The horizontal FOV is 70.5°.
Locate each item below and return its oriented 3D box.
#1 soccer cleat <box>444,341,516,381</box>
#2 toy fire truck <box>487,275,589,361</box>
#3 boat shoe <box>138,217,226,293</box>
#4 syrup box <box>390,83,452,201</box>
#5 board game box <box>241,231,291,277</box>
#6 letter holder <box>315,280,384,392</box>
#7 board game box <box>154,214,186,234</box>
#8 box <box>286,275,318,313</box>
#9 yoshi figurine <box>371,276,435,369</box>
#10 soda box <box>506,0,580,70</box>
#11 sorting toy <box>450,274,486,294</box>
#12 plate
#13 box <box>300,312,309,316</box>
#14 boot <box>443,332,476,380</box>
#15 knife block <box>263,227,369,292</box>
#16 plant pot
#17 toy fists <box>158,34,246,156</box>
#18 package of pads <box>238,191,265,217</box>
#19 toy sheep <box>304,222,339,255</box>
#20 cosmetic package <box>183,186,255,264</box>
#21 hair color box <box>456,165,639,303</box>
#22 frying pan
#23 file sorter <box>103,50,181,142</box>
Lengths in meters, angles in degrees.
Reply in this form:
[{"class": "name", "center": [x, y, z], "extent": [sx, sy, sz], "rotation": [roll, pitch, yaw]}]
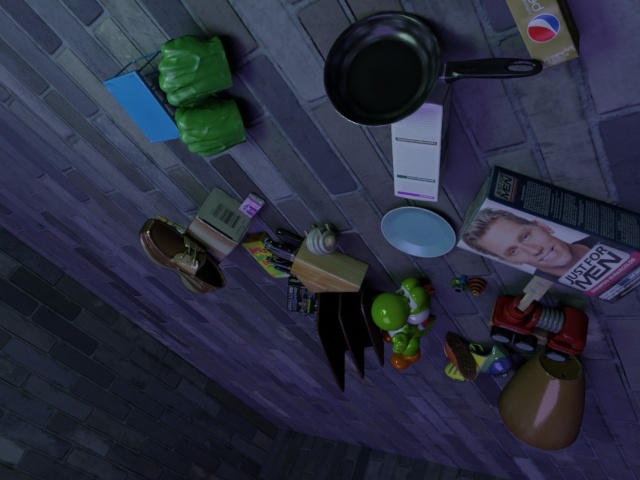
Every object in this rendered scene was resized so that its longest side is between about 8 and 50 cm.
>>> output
[{"class": "soccer cleat", "center": [0.511, 0.393, 1.500], "extent": [0.121, 0.093, 0.289], "rotation": [60, 148, 4]}, {"class": "toy fire truck", "center": [0.557, 0.170, 1.112], "extent": [0.217, 0.158, 0.246], "rotation": [18, 156, 12]}, {"class": "boat shoe", "center": [-0.393, 0.048, 1.351], "extent": [0.120, 0.123, 0.324], "rotation": [-2, 145, 28]}, {"class": "syrup box", "center": [0.194, -0.192, 0.878], "extent": [0.096, 0.093, 0.237], "rotation": [12, 144, 19]}, {"class": "board game box", "center": [-0.167, 0.051, 1.490], "extent": [0.092, 0.043, 0.181], "rotation": [-7, 135, 39]}, {"class": "letter holder", "center": [0.100, 0.312, 1.436], "extent": [0.152, 0.214, 0.302], "rotation": [-11, 124, 14]}, {"class": "board game box", "center": [-0.531, -0.003, 1.653], "extent": [0.170, 0.048, 0.141], "rotation": [28, 148, -4]}, {"class": "box", "center": [-0.023, 0.194, 1.555], "extent": [0.184, 0.045, 0.191], "rotation": [5, 145, -1]}, {"class": "yoshi figurine", "center": [0.227, 0.249, 1.376], "extent": [0.203, 0.203, 0.362], "rotation": [20, 144, 20]}, {"class": "soda box", "center": [0.305, -0.336, 0.638], "extent": [0.058, 0.061, 0.181], "rotation": [-12, 131, 42]}, {"class": "sorting toy", "center": [0.395, 0.128, 1.229], "extent": [0.102, 0.042, 0.061], "rotation": [-13, 131, 44]}, {"class": "plate", "center": [0.245, -0.025, 1.136], "extent": [0.188, 0.024, 0.188], "rotation": [17, 146, 12]}, {"class": "box", "center": [-0.074, 0.254, 1.729], "extent": [0.083, 0.018, 0.067], "rotation": [35, 146, -13]}, {"class": "boot", "center": [0.451, 0.386, 1.473], "extent": [0.059, 0.158, 0.085], "rotation": [-17, 150, -9]}, {"class": "knife block", "center": [-0.027, 0.053, 1.360], "extent": [0.275, 0.088, 0.242], "rotation": [-6, 136, 39]}, {"class": "plant pot", "center": [0.672, 0.444, 1.340], "extent": [0.237, 0.237, 0.254], "rotation": [12, 131, 19]}, {"class": "toy fists", "center": [-0.259, -0.304, 0.979], "extent": [0.279, 0.142, 0.096], "rotation": [85, 159, -53]}, {"class": "package of pads", "center": [-0.199, -0.102, 1.313], "extent": [0.050, 0.032, 0.083], "rotation": [36, 145, -13]}, {"class": "toy sheep", "center": [0.000, 0.000, 1.280], "extent": [0.091, 0.091, 0.132], "rotation": [45, 156, -26]}, {"class": "cosmetic package", "center": [-0.341, -0.021, 1.430], "extent": [0.153, 0.129, 0.296], "rotation": [33, 146, -13]}, {"class": "hair color box", "center": [0.482, -0.008, 0.932], "extent": [0.347, 0.105, 0.174], "rotation": [21, 146, 8]}, {"class": "frying pan", "center": [0.162, -0.299, 0.742], "extent": [0.326, 0.197, 0.053], "rotation": [-15, 170, 16]}, {"class": "file sorter", "center": [-0.383, -0.332, 1.055], "extent": [0.118, 0.104, 0.170], "rotation": [-1, 139, 33]}]
